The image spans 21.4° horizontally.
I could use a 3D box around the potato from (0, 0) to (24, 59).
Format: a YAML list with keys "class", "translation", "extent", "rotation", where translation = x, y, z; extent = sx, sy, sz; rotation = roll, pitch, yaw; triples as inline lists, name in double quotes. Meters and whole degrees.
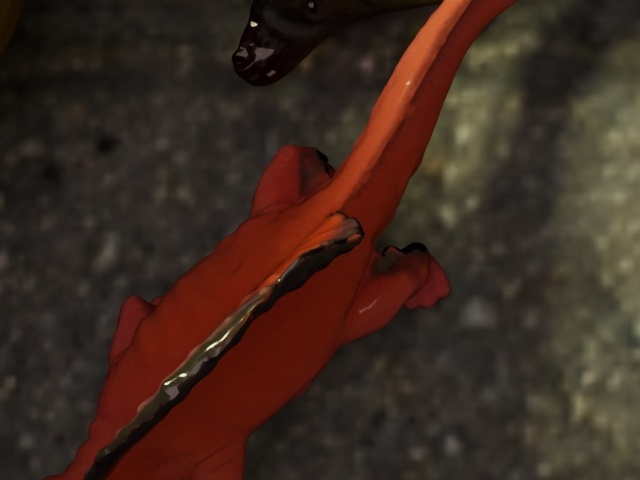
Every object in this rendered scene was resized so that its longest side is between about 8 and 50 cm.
- class: "potato"
  translation: [-0.224, -0.076, 0.488]
  extent: [0.300, 0.196, 0.246]
  rotation: [-31, 56, -2]

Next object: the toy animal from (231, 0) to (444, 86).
- class: "toy animal"
  translation: [0.008, -0.146, 0.535]
  extent: [0.105, 0.070, 0.202]
  rotation: [15, 97, 19]

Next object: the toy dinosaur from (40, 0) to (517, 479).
- class: "toy dinosaur"
  translation: [-0.004, 0.002, 0.481]
  extent: [0.070, 0.139, 0.286]
  rotation: [44, 94, 8]
